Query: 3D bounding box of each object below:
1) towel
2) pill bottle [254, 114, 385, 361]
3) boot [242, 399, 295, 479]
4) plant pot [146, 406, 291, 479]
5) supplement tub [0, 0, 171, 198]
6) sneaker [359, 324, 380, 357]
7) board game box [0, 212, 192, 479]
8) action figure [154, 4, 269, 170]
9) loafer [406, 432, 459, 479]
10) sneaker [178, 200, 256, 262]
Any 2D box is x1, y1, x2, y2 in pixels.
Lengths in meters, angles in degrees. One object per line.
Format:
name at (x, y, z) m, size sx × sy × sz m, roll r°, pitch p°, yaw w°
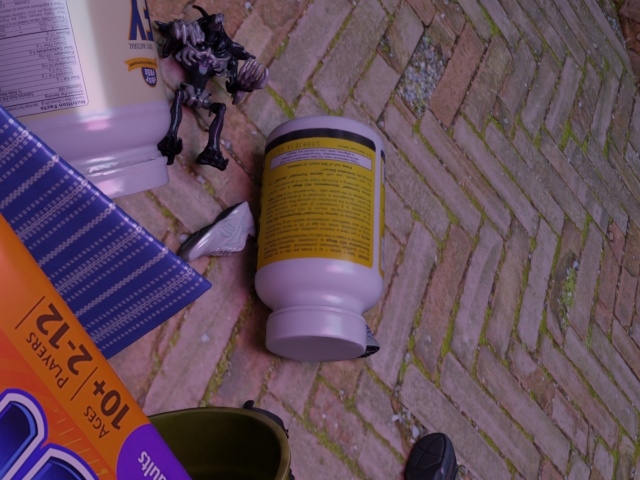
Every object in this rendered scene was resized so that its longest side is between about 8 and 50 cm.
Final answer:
towel at (-0.315, 0.001, 0.889) m, size 0.336 × 0.243 × 0.040 m, roll 44°, pitch 29°, yaw -26°
pill bottle at (0.000, 0.000, 1.240) m, size 0.188 × 0.188 × 0.333 m, roll 23°, pitch 59°, yaw -39°
boot at (-0.047, 0.322, 1.164) m, size 0.198 × 0.077 × 0.137 m, roll 43°, pitch 44°, yaw -28°
plant pot at (-0.161, 0.412, 0.842) m, size 0.366 × 0.367 × 0.352 m, roll -30°, pitch 109°, yaw -47°
supplement tub at (-0.302, -0.204, 0.949) m, size 0.235 × 0.236 × 0.324 m, roll -21°, pitch 104°, yaw -48°
sneaker at (0.029, 0.149, 1.324) m, size 0.135 × 0.052 × 0.058 m, roll 14°, pitch 45°, yaw -36°
board game box at (-0.371, 0.151, 0.486) m, size 0.356 × 0.357 × 0.356 m, roll -56°, pitch 132°, yaw -41°
action figure at (-0.159, -0.241, 1.205) m, size 0.164 × 0.141 × 0.275 m, roll 17°, pitch 65°, yaw -29°
loafer at (0.167, 0.430, 1.329) m, size 0.084 × 0.096 × 0.267 m, roll 55°, pitch 42°, yaw -24°
sneaker at (-0.139, -0.002, 1.198) m, size 0.152 × 0.054 × 0.061 m, roll -40°, pitch 108°, yaw -46°
